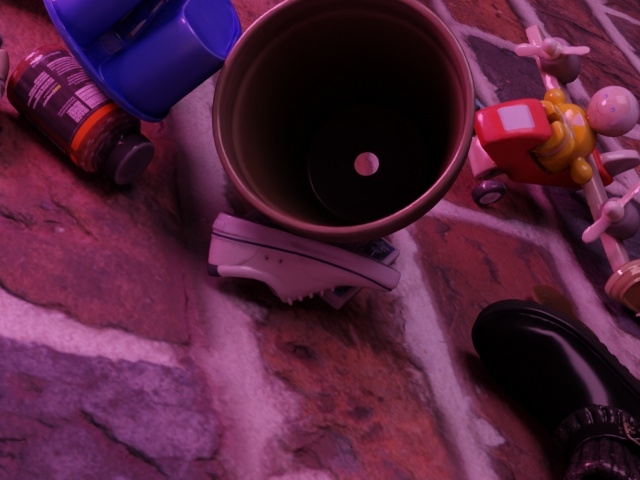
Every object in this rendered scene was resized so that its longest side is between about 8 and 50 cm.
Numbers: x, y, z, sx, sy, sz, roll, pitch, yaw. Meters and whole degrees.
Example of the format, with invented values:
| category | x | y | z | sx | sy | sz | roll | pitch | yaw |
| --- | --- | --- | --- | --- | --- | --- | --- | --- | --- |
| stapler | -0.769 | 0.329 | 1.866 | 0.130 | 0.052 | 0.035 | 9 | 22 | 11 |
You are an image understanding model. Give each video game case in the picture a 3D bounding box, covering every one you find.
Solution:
| category | x | y | z | sx | sy | sz | roll | pitch | yaw |
| --- | --- | --- | --- | --- | --- | --- | --- | --- | --- |
| video game case | 0.000 | 0.000 | 1.562 | 0.183 | 0.023 | 0.201 | 38 | 32 | 10 |

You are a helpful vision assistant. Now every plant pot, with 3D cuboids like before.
| category | x | y | z | sx | sy | sz | roll | pitch | yaw |
| --- | --- | --- | --- | --- | --- | --- | --- | --- | --- |
| plant pot | 0.048 | -0.136 | 1.468 | 0.323 | 0.323 | 0.280 | 41 | -2 | 15 |

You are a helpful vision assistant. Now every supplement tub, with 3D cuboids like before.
| category | x | y | z | sx | sy | sz | roll | pitch | yaw |
| --- | --- | --- | --- | --- | --- | --- | --- | --- | --- |
| supplement tub | -0.308 | -0.159 | 1.443 | 0.198 | 0.106 | 0.106 | 42 | 33 | 15 |

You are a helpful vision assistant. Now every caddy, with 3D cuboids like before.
| category | x | y | z | sx | sy | sz | roll | pitch | yaw |
| --- | --- | --- | --- | --- | --- | --- | --- | --- | --- |
| caddy | -0.242 | -0.292 | 1.456 | 0.241 | 0.179 | 0.341 | 54 | 16 | -19 |

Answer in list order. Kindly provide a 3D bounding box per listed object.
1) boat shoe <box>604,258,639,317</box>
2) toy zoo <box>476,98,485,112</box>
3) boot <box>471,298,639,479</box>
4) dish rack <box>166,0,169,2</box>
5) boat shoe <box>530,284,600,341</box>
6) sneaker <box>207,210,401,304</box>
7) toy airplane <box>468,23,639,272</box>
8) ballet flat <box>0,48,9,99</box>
| category | x | y | z | sx | sy | sz | roll | pitch | yaw |
| --- | --- | --- | --- | --- | --- | --- | --- | --- | --- |
| boat shoe | 0.598 | 0.104 | 1.843 | 0.285 | 0.104 | 0.089 | 14 | 33 | -28 |
| toy zoo | 0.188 | -0.303 | 2.124 | 0.293 | 0.030 | 0.192 | 20 | 34 | -17 |
| boot | 0.319 | 0.238 | 1.402 | 0.348 | 0.131 | 0.260 | 36 | 32 | 6 |
| dish rack | -0.344 | -0.440 | 1.715 | 0.333 | 0.072 | 0.285 | 36 | 7 | -19 |
| boat shoe | 0.364 | 0.127 | 1.682 | 0.056 | 0.048 | 0.153 | -9 | 42 | -30 |
| sneaker | -0.025 | 0.037 | 1.428 | 0.258 | 0.091 | 0.094 | 16 | 6 | -15 |
| toy airplane | 0.452 | -0.166 | 1.927 | 0.386 | 0.272 | 0.384 | 45 | 41 | -10 |
| ballet flat | -0.447 | -0.162 | 1.358 | 0.086 | 0.086 | 0.248 | 36 | 39 | 7 |
